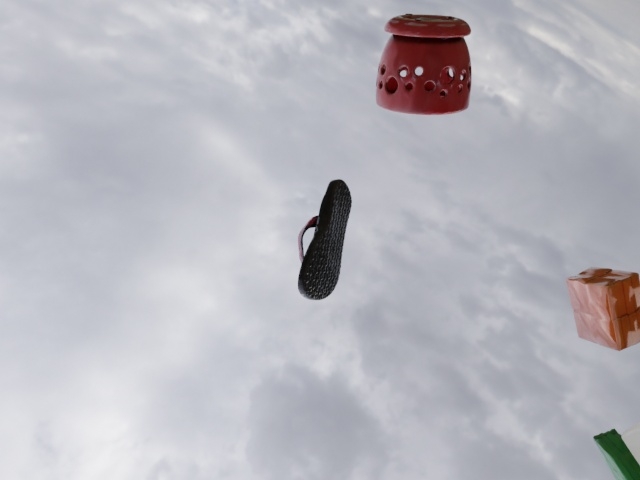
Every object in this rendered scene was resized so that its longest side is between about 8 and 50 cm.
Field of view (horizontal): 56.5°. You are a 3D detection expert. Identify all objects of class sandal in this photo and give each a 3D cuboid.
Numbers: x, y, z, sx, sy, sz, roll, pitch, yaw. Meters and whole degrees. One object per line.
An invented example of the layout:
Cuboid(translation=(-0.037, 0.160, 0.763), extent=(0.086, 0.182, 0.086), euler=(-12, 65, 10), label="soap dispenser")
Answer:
Cuboid(translation=(0.000, 0.000, 0.716), extent=(0.067, 0.040, 0.179), euler=(61, -147, -40), label="sandal")

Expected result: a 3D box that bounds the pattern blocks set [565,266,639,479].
Cuboid(translation=(0.199, 0.125, 0.245), extent=(0.026, 0.325, 0.285), euler=(-26, -111, -2), label="pattern blocks set")

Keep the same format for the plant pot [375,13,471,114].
Cuboid(translation=(0.210, -0.352, 1.185), extent=(0.191, 0.174, 0.191), euler=(2, -154, -1), label="plant pot")
